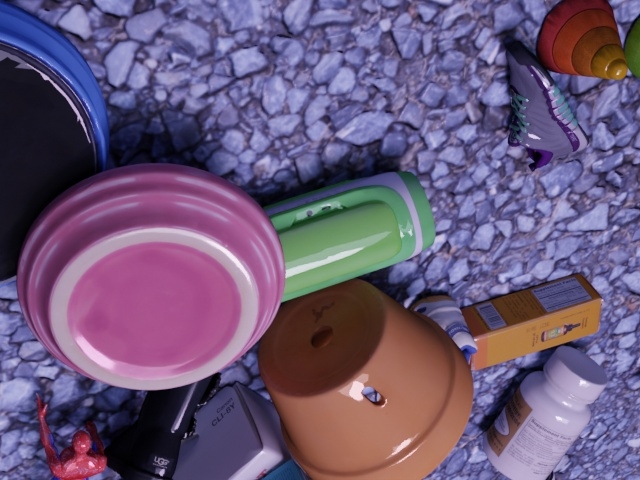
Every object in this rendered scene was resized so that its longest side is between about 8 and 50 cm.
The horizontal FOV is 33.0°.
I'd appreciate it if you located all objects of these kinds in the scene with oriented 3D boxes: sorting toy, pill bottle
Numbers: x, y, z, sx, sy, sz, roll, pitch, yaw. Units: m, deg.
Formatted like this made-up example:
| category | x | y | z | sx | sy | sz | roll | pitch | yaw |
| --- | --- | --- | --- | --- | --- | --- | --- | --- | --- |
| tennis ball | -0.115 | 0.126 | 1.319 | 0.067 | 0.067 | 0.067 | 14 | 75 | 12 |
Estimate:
| category | x | y | z | sx | sy | sz | roll | pitch | yaw |
| --- | --- | --- | --- | --- | --- | --- | --- | --- | --- |
| sorting toy | 0.484 | -0.253 | 1.489 | 0.366 | 0.126 | 0.127 | -1 | 126 | -22 |
| pill bottle | 0.390 | 0.300 | 1.868 | 0.131 | 0.131 | 0.229 | 13 | 119 | -31 |

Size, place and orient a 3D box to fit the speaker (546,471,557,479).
| category | x | y | z | sx | sy | sz | roll | pitch | yaw |
| --- | --- | --- | --- | --- | --- | --- | --- | --- | --- |
| speaker | 0.437 | 0.486 | 2.084 | 0.055 | 0.055 | 0.136 | -29 | 131 | -1 |

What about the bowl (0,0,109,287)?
| category | x | y | z | sx | sy | sz | roll | pitch | yaw |
| --- | --- | --- | --- | --- | --- | --- | --- | --- | --- |
| bowl | -0.434 | -0.095 | 1.246 | 0.391 | 0.077 | 0.391 | -12 | 129 | -15 |

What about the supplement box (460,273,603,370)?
| category | x | y | z | sx | sy | sz | roll | pitch | yaw |
| --- | --- | --- | --- | --- | --- | --- | --- | --- | --- |
| supplement box | 0.337 | 0.131 | 1.753 | 0.233 | 0.080 | 0.078 | -14 | 130 | -11 |

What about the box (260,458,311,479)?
| category | x | y | z | sx | sy | sz | roll | pitch | yaw |
| --- | --- | --- | --- | --- | --- | --- | --- | --- | --- |
| box | -0.109 | 0.431 | 1.583 | 0.244 | 0.060 | 0.100 | -35 | 129 | 2 |

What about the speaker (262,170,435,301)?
| category | x | y | z | sx | sy | sz | roll | pitch | yaw |
| --- | --- | --- | --- | --- | --- | --- | --- | --- | --- |
| speaker | 0.000 | 0.000 | 1.475 | 0.297 | 0.131 | 0.131 | -18 | 130 | -10 |

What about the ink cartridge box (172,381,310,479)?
| category | x | y | z | sx | sy | sz | roll | pitch | yaw |
| --- | --- | --- | --- | --- | --- | --- | --- | --- | --- |
| ink cartridge box | -0.090 | 0.440 | 1.744 | 0.279 | 0.160 | 0.385 | -44 | 129 | 9 |

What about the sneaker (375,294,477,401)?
| category | x | y | z | sx | sy | sz | roll | pitch | yaw |
| --- | --- | --- | --- | --- | --- | --- | --- | --- | --- |
| sneaker | 0.169 | 0.234 | 1.725 | 0.112 | 0.131 | 0.296 | -7 | 129 | -21 |

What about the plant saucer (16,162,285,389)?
| category | x | y | z | sx | sy | sz | roll | pitch | yaw |
| --- | --- | --- | --- | --- | --- | --- | --- | --- | --- |
| plant saucer | -0.204 | 0.065 | 1.330 | 0.332 | 0.084 | 0.332 | -6 | 126 | -8 |

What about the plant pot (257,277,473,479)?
| category | x | y | z | sx | sy | sz | roll | pitch | yaw |
| --- | --- | --- | --- | --- | --- | --- | --- | --- | --- |
| plant pot | 0.044 | 0.189 | 1.525 | 0.291 | 0.291 | 0.203 | -34 | 132 | 4 |

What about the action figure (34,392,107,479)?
| category | x | y | z | sx | sy | sz | roll | pitch | yaw |
| --- | --- | --- | --- | --- | --- | --- | --- | --- | --- |
| action figure | -0.375 | 0.320 | 1.594 | 0.091 | 0.139 | 0.280 | -3 | 149 | -24 |

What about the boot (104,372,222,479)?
| category | x | y | z | sx | sy | sz | roll | pitch | yaw |
| --- | --- | --- | --- | --- | --- | --- | --- | --- | --- |
| boot | -0.229 | 0.250 | 1.572 | 0.094 | 0.246 | 0.207 | 24 | 79 | -16 |

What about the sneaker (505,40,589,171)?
| category | x | y | z | sx | sy | sz | roll | pitch | yaw |
| --- | --- | --- | --- | --- | --- | --- | --- | --- | --- |
| sneaker | 0.291 | -0.175 | 1.496 | 0.098 | 0.083 | 0.223 | -34 | 132 | 11 |
